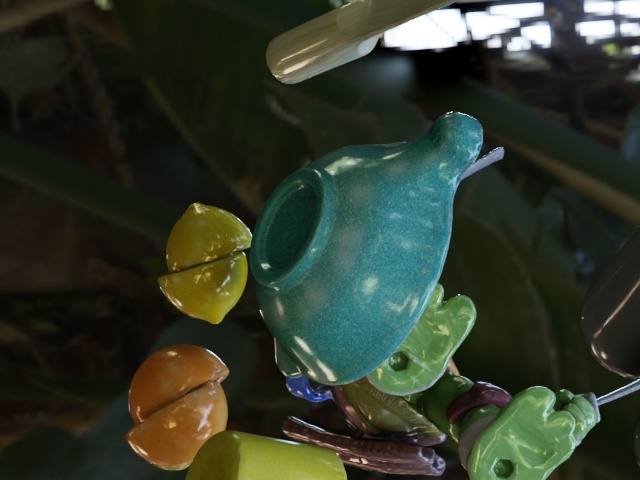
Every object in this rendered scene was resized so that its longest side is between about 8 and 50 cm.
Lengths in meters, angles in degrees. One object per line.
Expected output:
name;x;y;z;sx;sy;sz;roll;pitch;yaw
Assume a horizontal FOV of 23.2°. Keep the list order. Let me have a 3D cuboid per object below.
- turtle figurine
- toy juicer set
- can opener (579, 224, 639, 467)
turtle figurine;0.102;0.051;1.008;0.266;0.274;0.198;-131;-150;-83
toy juicer set;0.000;0.000;0.842;0.209;0.089;0.329;22;-92;60
can opener;0.152;-0.037;0.311;0.280;0.093;0.074;-55;-138;43
